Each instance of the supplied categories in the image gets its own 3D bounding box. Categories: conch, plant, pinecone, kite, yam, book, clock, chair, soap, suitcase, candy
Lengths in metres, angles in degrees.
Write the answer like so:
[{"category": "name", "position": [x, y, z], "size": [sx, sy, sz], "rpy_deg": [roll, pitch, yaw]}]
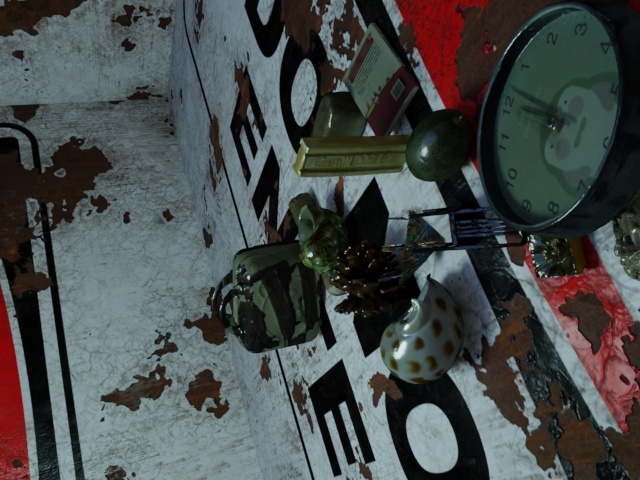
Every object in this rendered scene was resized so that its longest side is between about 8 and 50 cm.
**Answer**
[{"category": "conch", "position": [0.003, 0.001, 1.568], "size": [0.187, 0.124, 0.181], "rpy_deg": [6, 80, 65]}, {"category": "plant", "position": [0.427, -0.007, 0.699], "size": [0.122, 0.104, 0.116], "rpy_deg": [-22, 114, 39]}, {"category": "pinecone", "position": [0.108, 0.089, 1.317], "size": [0.150, 0.179, 0.195], "rpy_deg": [64, -154, -58]}, {"category": "kite", "position": [0.194, 0.011, 1.215], "size": [0.160, 0.010, 0.183], "rpy_deg": [-11, 58, 40]}, {"category": "yam", "position": [-0.005, 0.010, 1.671], "size": [0.081, 0.081, 0.357], "rpy_deg": [110, 143, -49]}, {"category": "book", "position": [0.129, -0.353, 1.276], "size": [0.162, 0.022, 0.232], "rpy_deg": [-59, 44, 42]}, {"category": "clock", "position": [0.321, -0.162, 0.782], "size": [0.319, 0.066, 0.319], "rpy_deg": [-177, 90, -76]}, {"category": "chair", "position": [0.277, -0.025, 1.029], "size": [0.212, 0.101, 0.084], "rpy_deg": [-5, 95, 30]}, {"category": "conch", "position": [0.209, 0.206, 1.159], "size": [0.148, 0.183, 0.275], "rpy_deg": [39, 150, 12]}, {"category": "soap", "position": [0.070, -0.179, 1.208], "size": [0.092, 0.252, 0.037], "rpy_deg": [110, 148, -50]}, {"category": "suitcase", "position": [-0.168, 0.173, 1.775], "size": [0.194, 0.339, 0.352], "rpy_deg": [-135, 41, -53]}, {"category": "candy", "position": [0.037, -0.270, 1.443], "size": [0.234, 0.104, 0.102], "rpy_deg": [109, 150, -46]}]

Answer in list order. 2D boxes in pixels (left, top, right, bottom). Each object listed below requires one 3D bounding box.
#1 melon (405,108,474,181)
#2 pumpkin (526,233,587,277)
[{"category": "melon", "position": [0.218, -0.175, 1.042], "size": [0.167, 0.114, 0.114], "rpy_deg": [121, 135, -60]}, {"category": "pumpkin", "position": [0.359, 0.019, 0.866], "size": [0.083, 0.054, 0.074], "rpy_deg": [-15, 89, 62]}]
